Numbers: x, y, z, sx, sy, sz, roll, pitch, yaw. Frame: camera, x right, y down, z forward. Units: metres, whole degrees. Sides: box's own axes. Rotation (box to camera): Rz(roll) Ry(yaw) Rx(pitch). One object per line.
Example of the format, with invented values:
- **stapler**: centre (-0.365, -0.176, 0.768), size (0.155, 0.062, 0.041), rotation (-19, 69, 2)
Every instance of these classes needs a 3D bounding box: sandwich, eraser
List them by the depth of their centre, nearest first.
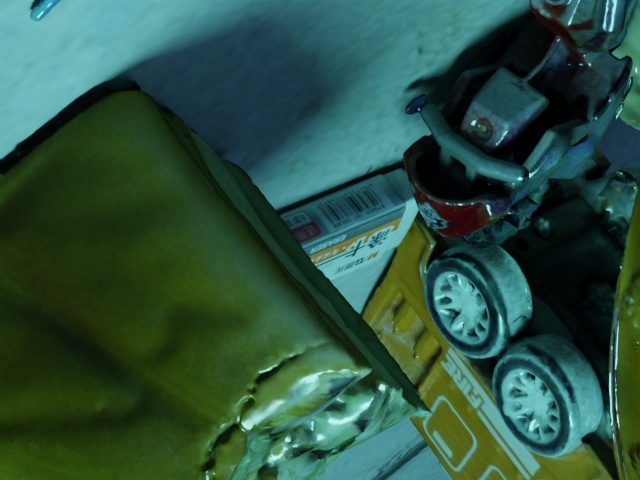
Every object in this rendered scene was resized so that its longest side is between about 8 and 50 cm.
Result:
- **sandwich**: centre (-0.092, 0.084, 0.850), size (0.227, 0.198, 0.155), rotation (-41, 158, 5)
- **eraser**: centre (0.000, 0.000, 1.059), size (0.122, 0.029, 0.052), rotation (-22, 153, -35)

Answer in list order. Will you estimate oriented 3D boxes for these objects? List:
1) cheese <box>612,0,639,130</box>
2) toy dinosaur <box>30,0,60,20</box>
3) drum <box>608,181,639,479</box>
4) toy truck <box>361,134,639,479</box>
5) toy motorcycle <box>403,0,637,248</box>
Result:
- **cheese**: centre (0.238, -0.167, 1.046), size (0.163, 0.082, 0.286), rotation (-36, 155, -19)
- **toy dinosaur**: centre (0.042, -0.173, 0.721), size (0.329, 0.076, 0.144), rotation (-33, -170, -16)
- **drum**: centre (0.344, 0.015, 0.904), size (0.431, 0.214, 0.431), rotation (-20, 120, -39)
- **toy truck**: centre (0.192, 0.143, 1.175), size (0.173, 0.387, 0.207), rotation (-23, 159, -34)
- **toy motorcycle**: centre (0.109, -0.083, 1.009), size (0.122, 0.082, 0.213), rotation (-19, 139, -54)
